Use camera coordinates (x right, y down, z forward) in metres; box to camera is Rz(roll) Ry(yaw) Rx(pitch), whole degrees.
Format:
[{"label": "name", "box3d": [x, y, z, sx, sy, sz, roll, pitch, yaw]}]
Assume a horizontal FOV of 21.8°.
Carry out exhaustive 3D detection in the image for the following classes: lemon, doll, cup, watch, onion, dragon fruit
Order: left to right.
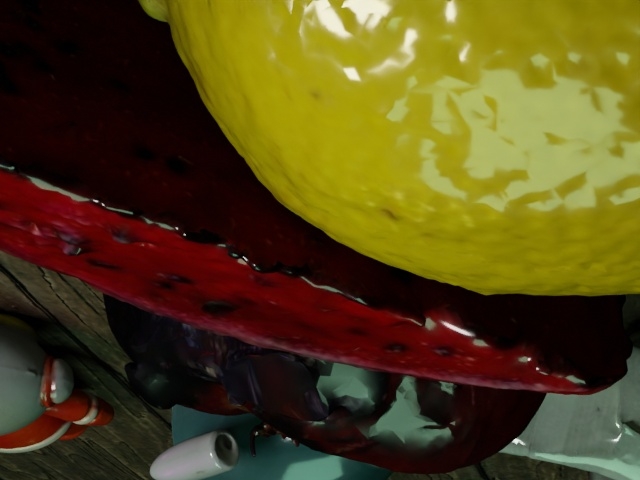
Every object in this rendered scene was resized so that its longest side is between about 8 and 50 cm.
[{"label": "doll", "box3d": [-0.291, 0.125, 1.450, 0.199, 0.105, 0.336, 5, 167, 5]}, {"label": "dragon fruit", "box3d": [-0.047, -0.041, 0.699, 0.343, 0.282, 0.100, 20, 124, -17]}, {"label": "cup", "box3d": [-0.006, 0.144, 1.348, 0.173, 0.168, 0.299, -23, 173, 35]}, {"label": "onion", "box3d": [0.002, 0.015, 0.930, 0.280, 0.221, 0.281, 18, 139, 16]}, {"label": "watch", "box3d": [0.179, 0.113, 1.208, 0.241, 0.162, 0.253, 17, 175, -17]}, {"label": "lemon", "box3d": [0.094, -0.102, 0.552, 0.319, 0.245, 0.245, -3, 159, 4]}]
